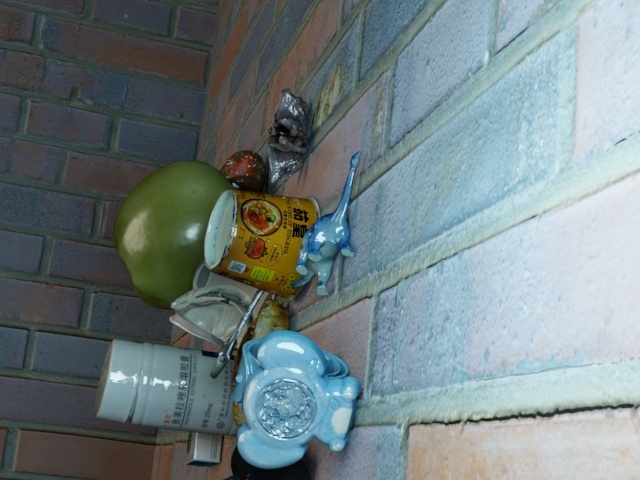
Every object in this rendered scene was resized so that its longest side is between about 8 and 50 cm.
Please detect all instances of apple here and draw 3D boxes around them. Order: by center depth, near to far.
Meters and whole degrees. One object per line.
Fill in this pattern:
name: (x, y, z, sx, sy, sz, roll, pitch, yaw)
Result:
apple: (-0.322, -0.008, 2.246, 0.357, 0.357, 0.357, -170, 90, -76)

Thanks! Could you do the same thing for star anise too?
star anise: (-0.065, -0.212, 1.958, 0.231, 0.089, 0.209, -91, 5, -55)

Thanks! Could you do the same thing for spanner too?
spanner: (-0.144, 0.140, 1.936, 0.325, 0.026, 0.093, -61, 3, -7)

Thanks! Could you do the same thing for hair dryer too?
hair dryer: (-0.183, 0.425, 1.602, 0.244, 0.302, 0.116, 180, 72, -76)

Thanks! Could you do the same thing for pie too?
pie: (-0.125, 0.263, 1.871, 0.308, 0.085, 0.308, -168, 90, -82)

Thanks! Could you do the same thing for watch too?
watch: (-0.037, 0.226, 1.425, 0.193, 0.211, 0.211, -79, 2, -79)

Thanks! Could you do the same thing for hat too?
hat: (-0.197, 0.124, 2.114, 0.226, 0.219, 0.164, -60, -5, 0)
hat: (-0.280, 0.187, 2.404, 0.126, 0.203, 0.203, -65, 14, -2)

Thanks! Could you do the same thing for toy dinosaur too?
toy dinosaur: (0.003, 0.011, 1.585, 0.144, 0.076, 0.329, -88, 17, -52)

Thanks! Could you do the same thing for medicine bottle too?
medicine bottle: (-0.340, 0.339, 2.155, 0.190, 0.332, 0.190, -170, 90, -76)

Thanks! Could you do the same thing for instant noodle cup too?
instant noodle cup: (-0.118, -0.002, 1.811, 0.216, 0.172, 0.216, -47, 36, 50)

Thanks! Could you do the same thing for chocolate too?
chocolate: (-0.193, -0.163, 2.375, 0.133, 0.124, 0.127, -49, 1, -23)

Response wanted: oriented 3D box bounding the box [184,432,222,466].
box: (-0.294, 0.478, 2.409, 0.139, 0.073, 0.194, 134, 143, -65)
